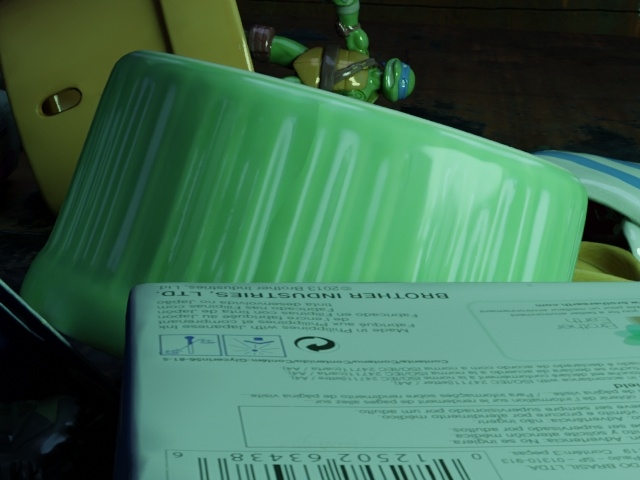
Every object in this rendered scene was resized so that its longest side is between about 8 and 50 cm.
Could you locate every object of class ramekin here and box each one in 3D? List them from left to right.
[{"bbox_3d":[0.000,0.000,0.754,0.303,0.148,0.303,16,3,-1],"label":"ramekin"}]

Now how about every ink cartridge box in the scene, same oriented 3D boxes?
[{"bbox_3d":[-0.217,0.027,0.701,0.224,0.223,0.045,19,66,43],"label":"ink cartridge box"},{"bbox_3d":[0.068,0.136,0.418,0.269,0.151,0.395,0,14,-8],"label":"ink cartridge box"}]

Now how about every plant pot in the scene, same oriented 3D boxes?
[{"bbox_3d":[-0.164,-0.138,1.208,0.203,0.291,0.291,-16,17,-3],"label":"plant pot"}]

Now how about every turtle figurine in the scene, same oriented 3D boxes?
[{"bbox_3d":[-0.024,-0.230,1.670,0.266,0.198,0.274,2,11,12],"label":"turtle figurine"}]

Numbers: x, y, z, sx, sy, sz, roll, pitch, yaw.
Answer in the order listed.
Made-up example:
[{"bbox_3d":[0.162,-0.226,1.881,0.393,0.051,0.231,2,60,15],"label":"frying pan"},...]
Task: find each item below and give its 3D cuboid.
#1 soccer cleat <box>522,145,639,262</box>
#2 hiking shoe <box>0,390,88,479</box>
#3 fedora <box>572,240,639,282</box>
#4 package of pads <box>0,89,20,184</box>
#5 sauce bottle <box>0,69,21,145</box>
[{"bbox_3d":[0.300,-0.003,1.097,0.331,0.116,0.143,2,31,5],"label":"soccer cleat"},{"bbox_3d":[-0.172,0.124,0.581,0.114,0.086,0.227,-3,5,4],"label":"hiking shoe"},{"bbox_3d":[0.166,0.046,0.906,0.194,0.079,0.194,3,16,-1],"label":"fedora"},{"bbox_3d":[-0.439,-0.084,1.233,0.296,0.101,0.229,1,14,-4],"label":"package of pads"},{"bbox_3d":[-0.381,-0.193,1.638,0.111,0.111,0.344,-4,15,-23],"label":"sauce bottle"}]
